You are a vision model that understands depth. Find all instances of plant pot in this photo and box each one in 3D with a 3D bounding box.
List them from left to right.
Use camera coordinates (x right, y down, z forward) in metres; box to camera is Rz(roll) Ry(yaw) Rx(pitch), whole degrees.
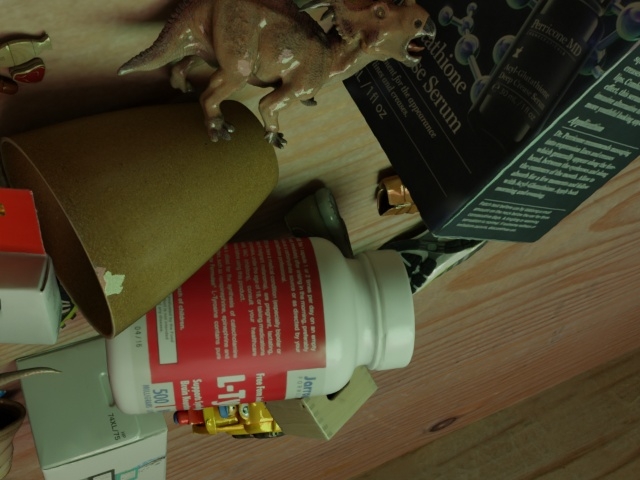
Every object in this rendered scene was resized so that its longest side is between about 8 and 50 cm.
[{"bbox_3d":[-0.182,-0.057,0.878,0.254,0.237,0.237,-31,156,-26],"label":"plant pot"}]

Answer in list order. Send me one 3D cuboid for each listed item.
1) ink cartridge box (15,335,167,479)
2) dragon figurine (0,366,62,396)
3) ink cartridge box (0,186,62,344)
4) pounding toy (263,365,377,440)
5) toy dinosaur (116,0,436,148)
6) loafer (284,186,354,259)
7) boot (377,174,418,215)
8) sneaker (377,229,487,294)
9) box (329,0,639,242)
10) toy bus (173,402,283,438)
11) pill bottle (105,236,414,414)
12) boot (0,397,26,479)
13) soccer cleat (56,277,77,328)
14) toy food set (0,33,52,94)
[{"bbox_3d":[-0.381,0.315,1.331,0.197,0.198,0.270,-14,149,-21],"label":"ink cartridge box"},{"bbox_3d":[-0.526,0.234,1.158,0.289,0.144,0.085,-36,111,-5],"label":"dragon figurine"},{"bbox_3d":[-0.433,0.029,0.843,0.275,0.060,0.239,4,146,-8],"label":"ink cartridge box"},{"bbox_3d":[-0.012,0.226,1.293,0.181,0.094,0.206,-40,-164,-33],"label":"pounding toy"},{"bbox_3d":[-0.053,-0.213,0.810,0.295,0.127,0.200,6,130,-20],"label":"toy dinosaur"},{"bbox_3d":[0.000,0.000,1.257,0.087,0.094,0.251,-16,148,4],"label":"loafer"},{"bbox_3d":[0.167,-0.065,1.297,0.152,0.073,0.197,-22,140,-11],"label":"boot"},{"bbox_3d":[0.212,0.028,1.460,0.300,0.111,0.121,-32,161,21],"label":"sneaker"},{"bbox_3d":[0.238,-0.230,0.834,0.212,0.293,0.395,3,140,-45],"label":"box"},{"bbox_3d":[-0.187,0.313,1.513,0.211,0.149,0.220,-1,170,-27],"label":"toy bus"},{"bbox_3d":[-0.086,0.113,1.112,0.407,0.229,0.229,-4,148,-8],"label":"pill bottle"},{"bbox_3d":[-0.626,0.345,1.281,0.262,0.095,0.203,-2,142,-35],"label":"boot"},{"bbox_3d":[-0.359,0.072,1.094,0.179,0.072,0.060,-34,-163,49],"label":"soccer cleat"},{"bbox_3d":[-0.322,-0.163,0.761,0.122,0.019,0.078,-21,153,-28],"label":"toy food set"}]
